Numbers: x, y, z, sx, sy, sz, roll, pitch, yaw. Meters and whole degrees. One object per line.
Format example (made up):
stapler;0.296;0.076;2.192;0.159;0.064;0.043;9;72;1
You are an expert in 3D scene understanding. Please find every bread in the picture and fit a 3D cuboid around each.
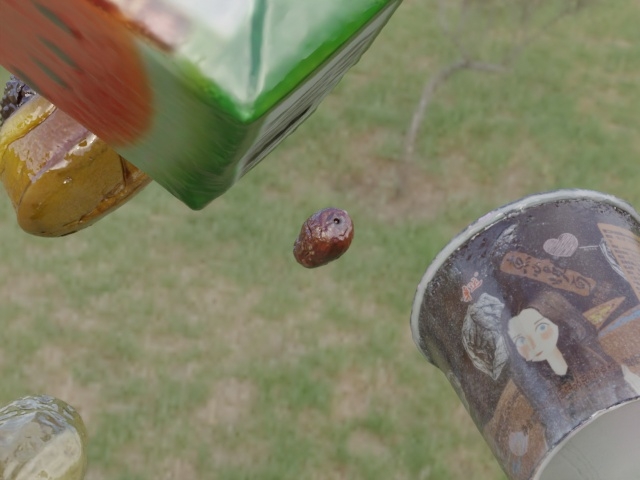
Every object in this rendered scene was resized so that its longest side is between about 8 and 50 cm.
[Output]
bread;-0.281;-0.119;1.919;0.270;0.195;0.142;-37;73;-5

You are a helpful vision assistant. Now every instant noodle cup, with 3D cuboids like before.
instant noodle cup;0.202;0.104;1.204;0.217;0.217;0.207;-2;41;-20

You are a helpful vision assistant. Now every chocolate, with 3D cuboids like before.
chocolate;-0.134;-0.187;0.966;0.341;0.161;0.360;37;-13;-3

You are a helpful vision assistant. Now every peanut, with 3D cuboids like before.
peanut;-0.349;0.268;1.867;0.159;0.143;0.291;-22;10;7

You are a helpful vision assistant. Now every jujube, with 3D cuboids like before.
jujube;0.000;0.000;2.235;0.077;0.129;0.077;9;67;-22

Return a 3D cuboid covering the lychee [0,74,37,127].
lychee;-0.362;-0.171;2.182;0.188;0.188;0.188;7;27;-4
